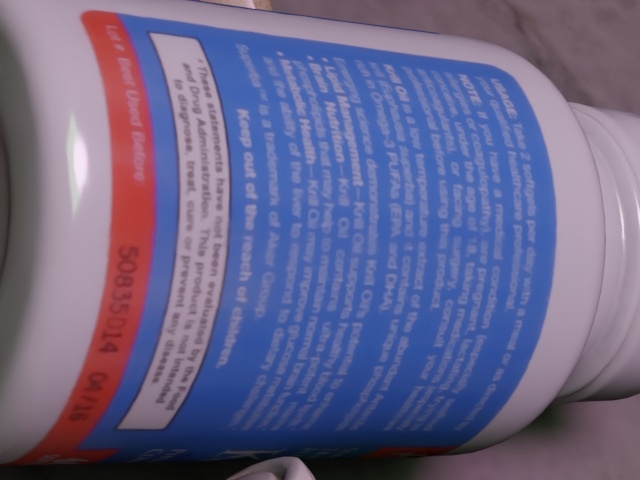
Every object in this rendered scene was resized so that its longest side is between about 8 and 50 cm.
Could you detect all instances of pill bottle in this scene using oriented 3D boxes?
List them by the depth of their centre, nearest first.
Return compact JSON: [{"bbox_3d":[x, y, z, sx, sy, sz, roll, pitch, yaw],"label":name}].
[{"bbox_3d":[0.000,0.000,0.517,0.221,0.124,0.124,4,63,-33],"label":"pill bottle"}]

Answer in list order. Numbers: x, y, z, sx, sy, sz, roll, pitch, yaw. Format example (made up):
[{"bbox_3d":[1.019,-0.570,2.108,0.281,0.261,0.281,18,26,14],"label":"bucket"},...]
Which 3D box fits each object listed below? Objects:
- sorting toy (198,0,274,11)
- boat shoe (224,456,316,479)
[{"bbox_3d":[-0.161,-0.089,0.512,0.307,0.041,0.229,-18,94,-27],"label":"sorting toy"},{"bbox_3d":[-0.082,0.200,0.414,0.095,0.112,0.335,46,62,-15],"label":"boat shoe"}]
